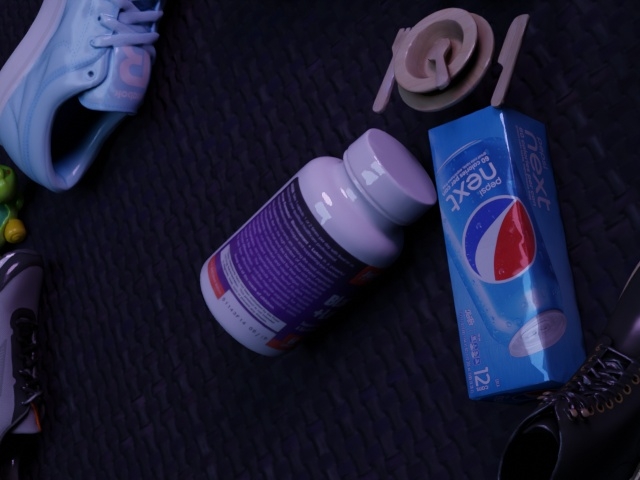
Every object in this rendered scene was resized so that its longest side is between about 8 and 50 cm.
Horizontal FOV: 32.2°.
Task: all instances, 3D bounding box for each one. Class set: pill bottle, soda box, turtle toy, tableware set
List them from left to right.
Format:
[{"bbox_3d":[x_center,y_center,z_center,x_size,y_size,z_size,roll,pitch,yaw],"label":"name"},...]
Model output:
[{"bbox_3d":[-0.378,-0.033,1.253,0.130,0.066,0.095,-46,56,22],"label":"turtle toy"},{"bbox_3d":[0.000,0.000,0.912,0.193,0.108,0.108,-42,57,25],"label":"pill bottle"},{"bbox_3d":[0.105,-0.191,0.857,0.128,0.039,0.194,3,68,44],"label":"tableware set"},{"bbox_3d":[0.139,0.011,0.819,0.067,0.071,0.210,-20,68,35],"label":"soda box"}]

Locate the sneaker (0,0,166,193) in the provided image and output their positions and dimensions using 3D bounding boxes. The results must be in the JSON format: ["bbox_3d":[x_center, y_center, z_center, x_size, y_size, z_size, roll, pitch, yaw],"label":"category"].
[{"bbox_3d":[-0.203,-0.203,1.121,0.150,0.135,0.366,49,120,27],"label":"sneaker"}]

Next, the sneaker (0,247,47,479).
[{"bbox_3d":[-0.329,0.143,1.169,0.108,0.100,0.271,10,83,16],"label":"sneaker"}]

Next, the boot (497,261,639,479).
[{"bbox_3d":[0.188,0.090,0.720,0.077,0.137,0.198,17,90,40],"label":"boot"}]
